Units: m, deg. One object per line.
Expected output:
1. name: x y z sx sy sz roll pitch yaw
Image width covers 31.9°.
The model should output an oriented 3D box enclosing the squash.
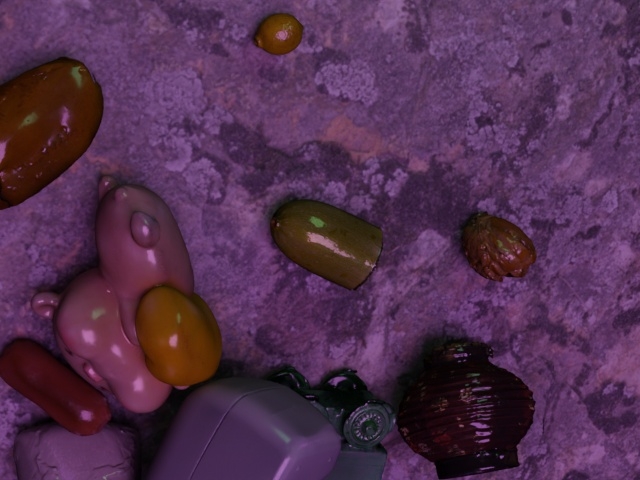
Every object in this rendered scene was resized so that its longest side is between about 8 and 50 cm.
1. squash: 0.000 0.000 1.791 0.186 0.123 0.123 23 96 -22

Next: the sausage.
1. sausage: -0.403 0.223 1.696 0.194 0.077 0.077 38 90 3

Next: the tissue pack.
1. tissue pack: -0.145 0.367 1.680 0.229 0.236 0.333 7 110 -64

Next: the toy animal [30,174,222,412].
1. toy animal: -0.294 0.107 1.636 0.246 0.277 0.345 -19 116 0

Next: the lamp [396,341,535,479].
1. lamp: 0.247 0.289 1.917 0.247 0.247 0.247 -6 108 -20

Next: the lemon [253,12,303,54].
1. lemon: -0.063 -0.312 1.699 0.083 0.062 0.062 -24 113 -15

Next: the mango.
1. mango: -0.412 -0.153 1.565 0.151 0.156 0.248 44 85 10

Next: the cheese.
1. cheese: -0.371 0.379 1.732 0.198 0.189 0.154 1 140 -21

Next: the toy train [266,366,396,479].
1. toy train: -0.005 0.325 1.870 0.266 0.145 0.202 7 106 -23

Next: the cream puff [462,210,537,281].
1. cream puff: 0.301 0.016 1.916 0.133 0.119 0.104 29 114 0
